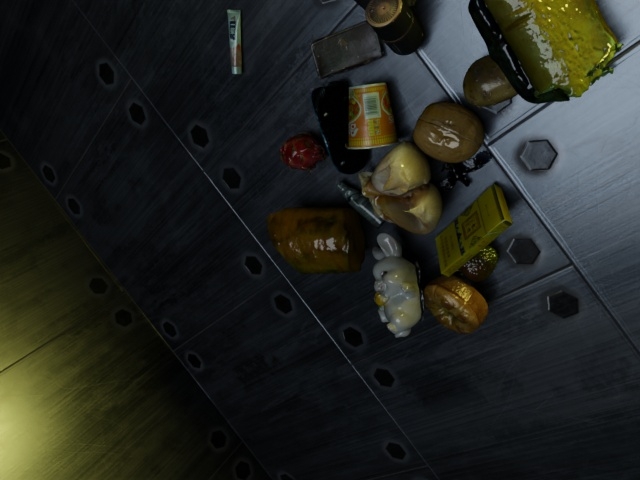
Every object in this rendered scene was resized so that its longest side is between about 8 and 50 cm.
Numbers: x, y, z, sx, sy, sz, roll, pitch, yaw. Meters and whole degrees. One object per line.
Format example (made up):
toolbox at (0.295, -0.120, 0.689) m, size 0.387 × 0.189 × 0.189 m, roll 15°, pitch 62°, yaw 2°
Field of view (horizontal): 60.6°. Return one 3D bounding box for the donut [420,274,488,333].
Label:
donut at (0.433, 0.207, 1.781) m, size 0.226 × 0.114 × 0.226 m, roll 39°, pitch 160°, yaw 17°

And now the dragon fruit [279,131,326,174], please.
dragon fruit at (-0.056, -0.303, 1.865) m, size 0.166 × 0.133 × 0.136 m, roll 1°, pitch 157°, yaw 34°

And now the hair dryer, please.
hair dryer at (0.142, -0.674, 1.546) m, size 0.107 × 0.189 × 0.352 m, roll -44°, pitch 62°, yaw 16°

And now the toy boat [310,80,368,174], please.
toy boat at (0.058, -0.361, 1.780) m, size 0.092 × 0.134 × 0.299 m, roll 29°, pitch 141°, yaw 66°

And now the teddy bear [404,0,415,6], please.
teddy bear at (0.199, -0.738, 1.379) m, size 0.156 × 0.256 × 0.267 m, roll -18°, pitch 104°, yaw 33°

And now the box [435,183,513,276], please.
box at (0.457, -0.026, 1.663) m, size 0.041 × 0.153 × 0.279 m, roll 22°, pitch 133°, yaw -20°

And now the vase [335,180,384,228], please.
vase at (0.136, -0.129, 1.871) m, size 0.211 × 0.060 × 0.060 m, roll 42°, pitch 130°, yaw 9°

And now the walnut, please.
walnut at (0.367, -0.307, 1.562) m, size 0.197 × 0.165 × 0.165 m, roll 20°, pitch 124°, yaw 13°

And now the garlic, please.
garlic at (0.249, -0.154, 1.662) m, size 0.313 × 0.249 × 0.286 m, roll 169°, pitch 94°, yaw -73°

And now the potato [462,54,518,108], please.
potato at (0.461, -0.427, 1.457) m, size 0.176 × 0.137 × 0.137 m, roll -25°, pitch 99°, yaw 38°

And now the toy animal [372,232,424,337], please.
toy animal at (0.250, 0.149, 1.827) m, size 0.208 × 0.154 × 0.325 m, roll 101°, pitch 162°, yaw -67°

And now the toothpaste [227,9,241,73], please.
toothpaste at (-0.291, -0.677, 1.871) m, size 0.056 × 0.036 × 0.205 m, roll 14°, pitch 117°, yaw 26°

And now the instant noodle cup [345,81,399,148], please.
instant noodle cup at (0.151, -0.382, 1.672) m, size 0.168 × 0.168 × 0.185 m, roll 2°, pitch 107°, yaw 32°

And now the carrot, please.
carrot at (0.000, 0.000, 1.911) m, size 0.340 × 0.241 × 0.242 m, roll 0°, pitch 114°, yaw 32°

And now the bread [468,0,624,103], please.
bread at (0.528, -0.507, 1.289) m, size 0.251 × 0.208 × 0.377 m, roll -34°, pitch 93°, yaw -4°

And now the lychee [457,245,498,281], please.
lychee at (0.486, 0.072, 1.716) m, size 0.146 × 0.114 × 0.114 m, roll -35°, pitch 93°, yaw 32°

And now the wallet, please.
wallet at (0.080, -0.584, 1.681) m, size 0.232 × 0.031 × 0.122 m, roll -8°, pitch 105°, yaw 34°

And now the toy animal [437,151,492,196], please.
toy animal at (0.414, -0.206, 1.658) m, size 0.108 × 0.062 × 0.220 m, roll 35°, pitch 131°, yaw -13°
